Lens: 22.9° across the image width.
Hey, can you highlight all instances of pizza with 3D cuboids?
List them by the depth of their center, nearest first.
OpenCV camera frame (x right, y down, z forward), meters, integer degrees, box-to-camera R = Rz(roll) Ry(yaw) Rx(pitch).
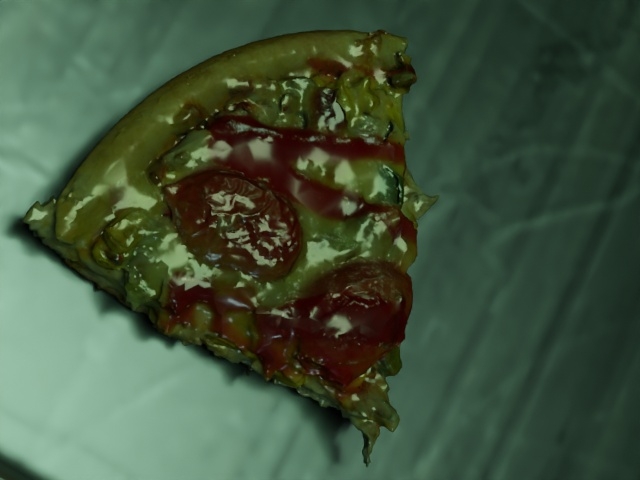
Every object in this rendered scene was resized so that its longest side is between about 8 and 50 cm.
[{"bbox_3d":[-0.003,-0.015,0.370,0.100,0.029,0.099,36,68,-18],"label":"pizza"}]
